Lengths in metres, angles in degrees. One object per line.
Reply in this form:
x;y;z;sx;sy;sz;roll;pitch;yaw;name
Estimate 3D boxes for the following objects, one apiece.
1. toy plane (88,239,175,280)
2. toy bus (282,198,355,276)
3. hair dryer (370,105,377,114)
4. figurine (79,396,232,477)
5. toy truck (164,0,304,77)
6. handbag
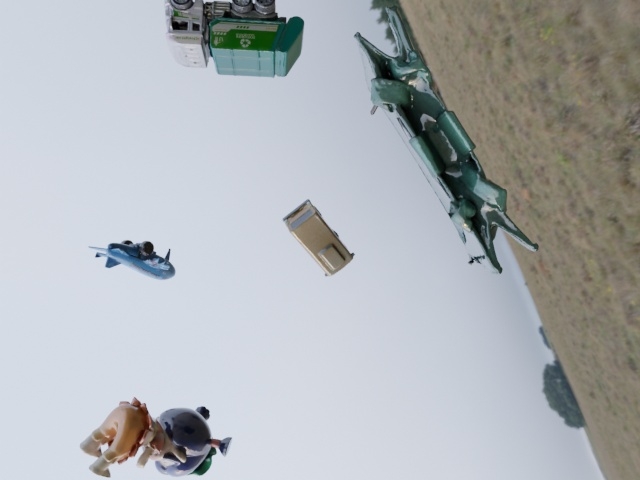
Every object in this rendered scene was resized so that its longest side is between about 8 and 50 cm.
-0.520;0.056;1.247;0.271;0.254;0.104;24;-109;-63;toy plane
0.000;0.000;1.044;0.182;0.091;0.103;50;-177;-30;toy bus
0.157;-0.368;1.133;0.047;0.083;0.026;26;-144;-7;hair dryer
-0.226;0.291;0.621;0.111;0.102;0.195;31;170;40;figurine
-0.158;-0.385;0.804;0.114;0.254;0.123;113;155;-75;toy truck
0.159;-0.124;0.578;0.326;0.089;0.238;61;-164;0;handbag
